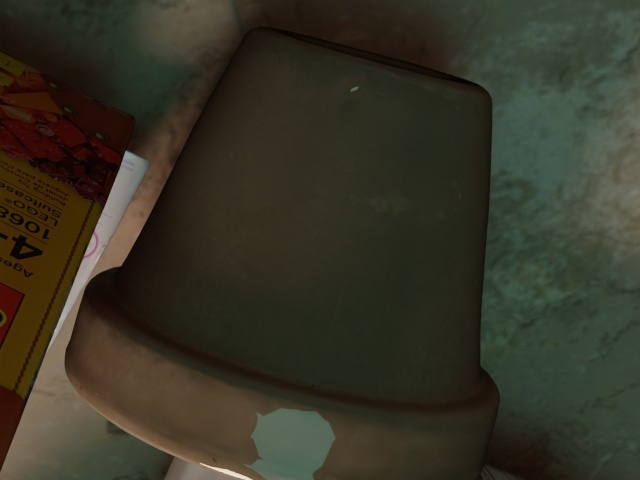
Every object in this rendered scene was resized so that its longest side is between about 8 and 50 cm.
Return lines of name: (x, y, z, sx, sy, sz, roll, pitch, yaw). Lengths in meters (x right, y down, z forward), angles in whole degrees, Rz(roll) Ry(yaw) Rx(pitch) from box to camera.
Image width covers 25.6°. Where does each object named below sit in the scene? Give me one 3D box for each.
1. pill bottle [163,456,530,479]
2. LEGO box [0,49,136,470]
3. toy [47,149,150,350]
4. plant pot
pill bottle: (0.072, 0.248, 0.991, 0.361, 0.204, 0.204, 24, 116, -22)
LEGO box: (-0.374, -0.029, 0.654, 0.500, 0.372, 0.193, 26, 114, -11)
toy: (-0.223, 0.008, 0.910, 0.137, 0.056, 0.237, 23, 112, -20)
plant pot: (0.000, 0.000, 0.842, 0.263, 0.263, 0.229, 13, 100, -13)
